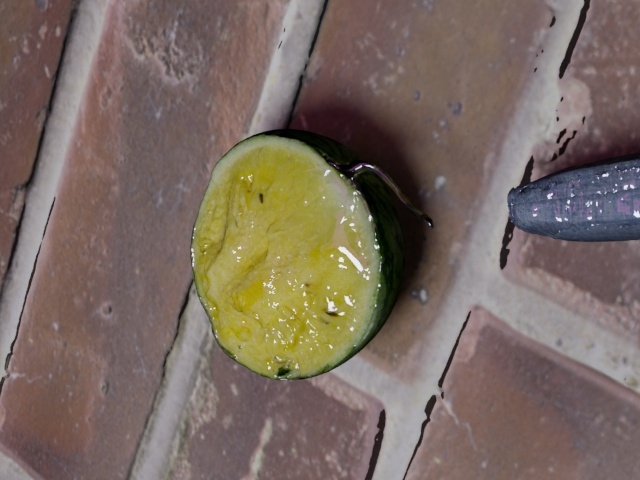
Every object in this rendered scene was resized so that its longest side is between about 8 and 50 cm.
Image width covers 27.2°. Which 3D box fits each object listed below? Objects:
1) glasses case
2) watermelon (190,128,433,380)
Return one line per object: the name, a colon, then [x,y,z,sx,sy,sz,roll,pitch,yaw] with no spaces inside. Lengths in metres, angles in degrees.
glasses case: [0.270,-0.037,0.953,0.282,0.109,0.067,-5,88,37]
watermelon: [-0.005,0.004,1.143,0.204,0.127,0.232,44,120,24]
